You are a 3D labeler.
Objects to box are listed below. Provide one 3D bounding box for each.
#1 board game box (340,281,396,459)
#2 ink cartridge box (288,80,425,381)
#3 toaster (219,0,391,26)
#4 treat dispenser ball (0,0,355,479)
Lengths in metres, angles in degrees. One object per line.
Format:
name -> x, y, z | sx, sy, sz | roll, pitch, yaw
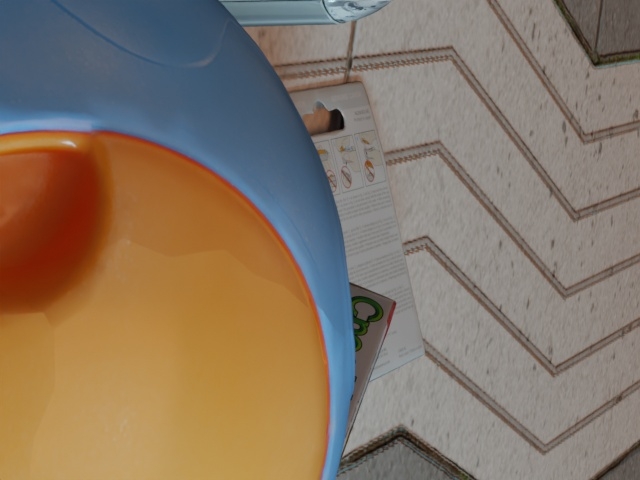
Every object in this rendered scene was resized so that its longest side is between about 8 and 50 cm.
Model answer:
board game box -> -0.046, 0.179, 0.913 | 0.305, 0.053, 0.193 | -66, 177, -50
ink cartridge box -> 0.000, 0.000, 1.164 | 0.145, 0.045, 0.179 | -18, 93, -63
toaster -> -0.015, -0.189, 0.934 | 0.227, 0.146, 0.129 | -55, 143, -47
treat dispenser ball -> -0.133, 0.030, 0.566 | 0.288, 0.288, 0.288 | 6, 90, -65
